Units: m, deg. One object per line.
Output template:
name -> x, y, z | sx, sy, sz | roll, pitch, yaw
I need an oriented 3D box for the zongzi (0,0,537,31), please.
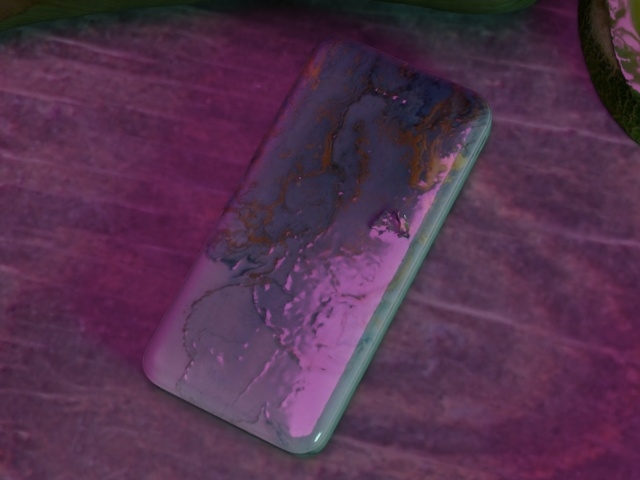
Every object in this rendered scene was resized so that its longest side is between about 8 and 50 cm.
zongzi -> 0.000, -0.186, 1.292 | 0.447, 0.181, 0.418 | 39, 96, 12

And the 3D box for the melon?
melon -> 0.242, -0.165, 1.304 | 0.118, 0.064, 0.209 | -9, 75, -2

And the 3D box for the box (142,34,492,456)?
box -> 0.000, 0.000, 1.288 | 0.142, 0.044, 0.285 | 24, 77, 16
